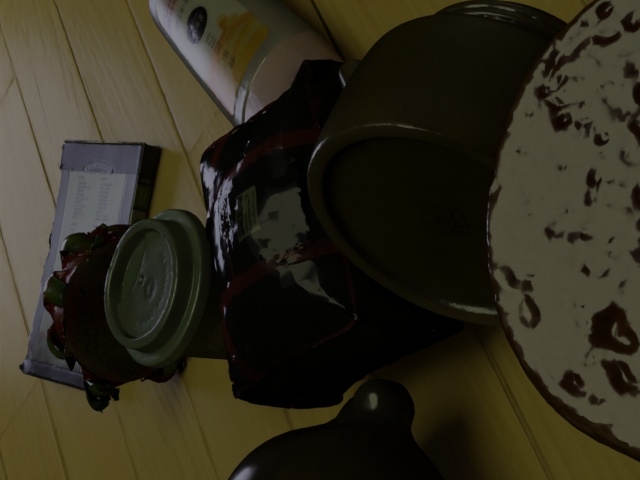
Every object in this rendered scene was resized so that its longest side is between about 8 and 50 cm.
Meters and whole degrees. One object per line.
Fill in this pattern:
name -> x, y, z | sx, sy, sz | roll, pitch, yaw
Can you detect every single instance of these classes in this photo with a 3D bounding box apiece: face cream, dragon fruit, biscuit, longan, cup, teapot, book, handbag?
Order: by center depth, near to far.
biscuit -> 0.255, -0.027, 0.852 | 0.367, 0.063, 0.314 | 9, 85, 33
teapot -> 0.117, -0.066, 1.070 | 0.267, 0.186, 0.175 | 12, 56, 27
longan -> 0.010, 0.187, 1.136 | 0.185, 0.159, 0.204 | 21, 91, 63
handbag -> 0.000, 0.000, 1.214 | 0.169, 0.155, 0.215 | -43, 49, 49
cup -> -0.080, 0.045, 1.327 | 0.120, 0.141, 0.120 | -20, 63, 47
face cream -> -0.057, -0.153, 1.421 | 0.269, 0.073, 0.107 | 49, 127, 48
dragon fruit -> -0.172, 0.051, 1.495 | 0.142, 0.138, 0.175 | -37, 25, -3
book -> -0.215, 0.021, 1.635 | 0.157, 0.026, 0.231 | 7, 86, 53
